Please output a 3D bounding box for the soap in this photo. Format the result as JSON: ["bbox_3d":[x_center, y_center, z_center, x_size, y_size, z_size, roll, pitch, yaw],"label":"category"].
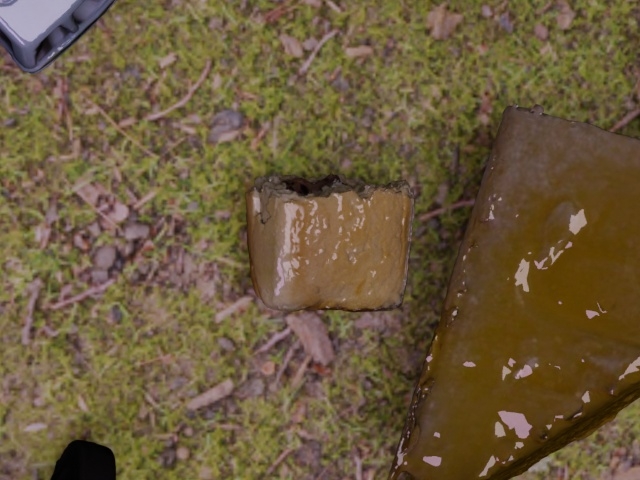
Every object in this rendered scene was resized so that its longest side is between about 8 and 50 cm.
[{"bbox_3d":[0.238,0.099,1.424,0.304,0.169,0.338,18,92,15],"label":"soap"}]

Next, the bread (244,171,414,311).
[{"bbox_3d":[0.002,0.000,1.439,0.125,0.082,0.106,-1,107,-24],"label":"bread"}]

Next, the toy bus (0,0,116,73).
[{"bbox_3d":[-0.276,-0.258,1.308,0.109,0.136,0.329,-45,103,-3],"label":"toy bus"}]

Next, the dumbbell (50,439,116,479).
[{"bbox_3d":[-0.250,0.196,1.364,0.325,0.143,0.143,17,92,-15],"label":"dumbbell"}]
